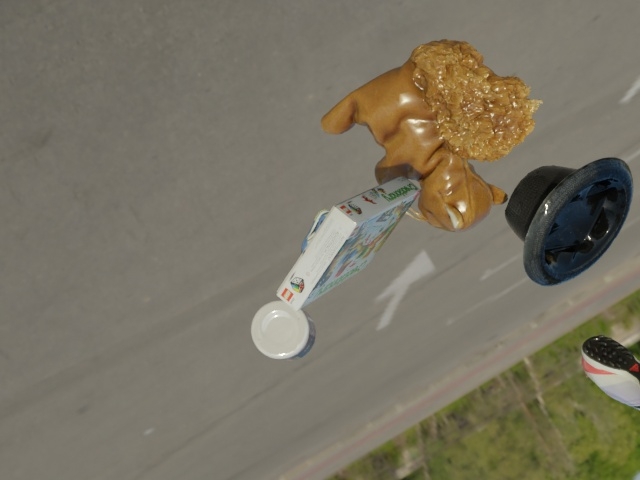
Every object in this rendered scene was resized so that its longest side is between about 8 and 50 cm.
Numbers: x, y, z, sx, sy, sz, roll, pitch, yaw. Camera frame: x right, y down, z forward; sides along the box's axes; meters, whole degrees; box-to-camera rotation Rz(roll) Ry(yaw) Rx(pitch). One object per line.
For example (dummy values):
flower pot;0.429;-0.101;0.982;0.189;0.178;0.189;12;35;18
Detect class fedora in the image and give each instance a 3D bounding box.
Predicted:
fedora;0.501;-0.064;1.950;0.334;0.152;0.334;-26;136;-29

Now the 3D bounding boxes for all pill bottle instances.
pill bottle;-0.074;0.198;2.010;0.124;0.124;0.221;-31;170;0

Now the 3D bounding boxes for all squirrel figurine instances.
squirrel figurine;0.269;-0.211;1.985;0.281;0.371;0.397;-21;170;-43

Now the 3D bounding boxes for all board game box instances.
board game box;0.055;-0.002;1.616;0.193;0.053;0.305;-56;167;26

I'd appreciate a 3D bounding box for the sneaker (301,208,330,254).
sneaker;0.000;0.000;2.206;0.053;0.059;0.144;11;106;-42

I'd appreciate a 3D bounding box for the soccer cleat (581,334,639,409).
soccer cleat;0.731;0.342;2.132;0.108;0.318;0.116;-31;134;-23
